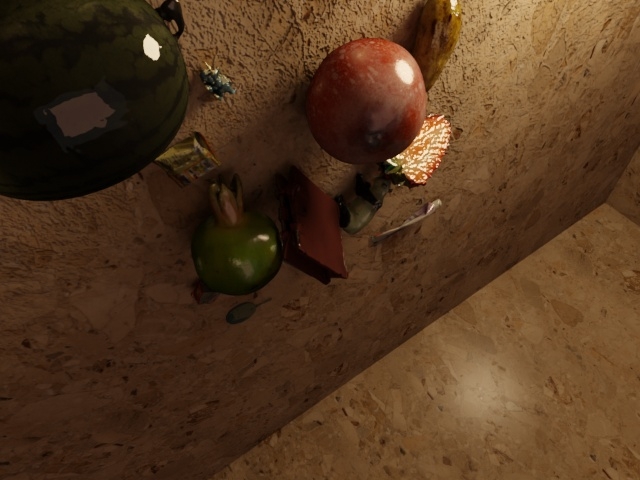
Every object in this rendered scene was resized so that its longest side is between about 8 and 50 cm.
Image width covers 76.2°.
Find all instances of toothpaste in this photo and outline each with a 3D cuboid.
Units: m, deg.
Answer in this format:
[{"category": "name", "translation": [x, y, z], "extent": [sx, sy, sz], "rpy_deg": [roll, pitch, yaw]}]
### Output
[{"category": "toothpaste", "translation": [0.328, -0.068, 1.561], "extent": [0.301, 0.048, 0.075], "rpy_deg": [-31, 175, 3]}]

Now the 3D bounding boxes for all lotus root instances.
[{"category": "lotus root", "translation": [0.274, -0.465, 0.986], "extent": [0.110, 0.097, 0.258], "rpy_deg": [-25, 149, -23]}]

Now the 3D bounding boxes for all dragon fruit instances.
[{"category": "dragon fruit", "translation": [-0.341, 0.149, 1.193], "extent": [0.056, 0.060, 0.083], "rpy_deg": [-49, 155, 20]}]

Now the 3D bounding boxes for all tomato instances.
[{"category": "tomato", "translation": [0.099, -0.286, 0.894], "extent": [0.270, 0.227, 0.270], "rpy_deg": [-4, 143, -3]}]

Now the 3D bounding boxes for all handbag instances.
[{"category": "handbag", "translation": [-0.023, -0.029, 1.096], "extent": [0.084, 0.260, 0.275], "rpy_deg": [-17, 151, 22]}]

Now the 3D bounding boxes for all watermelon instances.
[{"category": "watermelon", "translation": [-0.340, -0.211, 0.559], "extent": [0.359, 0.279, 0.279], "rpy_deg": [-35, 147, -13]}]

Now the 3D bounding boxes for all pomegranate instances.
[{"category": "pomegranate", "translation": [-0.207, -0.010, 1.000], "extent": [0.236, 0.236, 0.302], "rpy_deg": [-20, 131, -24]}]

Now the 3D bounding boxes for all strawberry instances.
[{"category": "strawberry", "translation": [0.258, -0.254, 1.182], "extent": [0.286, 0.188, 0.106], "rpy_deg": [-40, -170, -23]}]

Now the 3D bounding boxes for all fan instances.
[{"category": "fan", "translation": [-0.251, 0.244, 1.442], "extent": [0.175, 0.005, 0.113], "rpy_deg": [-24, 145, -19]}]

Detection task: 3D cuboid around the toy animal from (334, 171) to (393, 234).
[{"category": "toy animal", "translation": [0.128, -0.118, 1.247], "extent": [0.225, 0.121, 0.094], "rpy_deg": [-47, 145, 12]}]

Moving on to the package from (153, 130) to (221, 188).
[{"category": "package", "translation": [-0.284, -0.172, 0.883], "extent": [0.121, 0.031, 0.108], "rpy_deg": [-32, 146, 1]}]

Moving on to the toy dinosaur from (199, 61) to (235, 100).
[{"category": "toy dinosaur", "translation": [-0.199, -0.307, 0.795], "extent": [0.047, 0.030, 0.083], "rpy_deg": [-41, 147, 9]}]
